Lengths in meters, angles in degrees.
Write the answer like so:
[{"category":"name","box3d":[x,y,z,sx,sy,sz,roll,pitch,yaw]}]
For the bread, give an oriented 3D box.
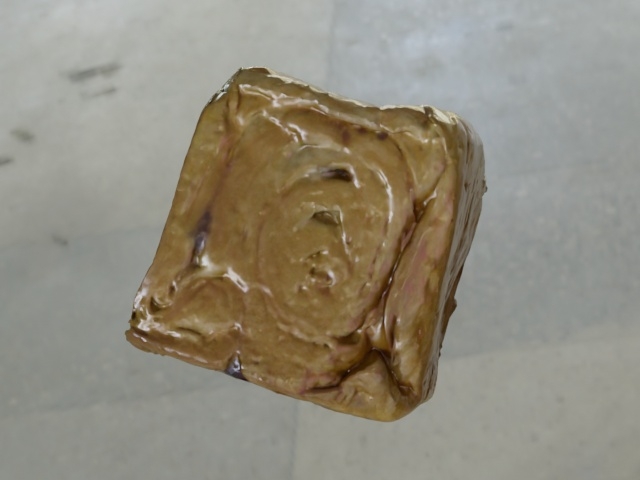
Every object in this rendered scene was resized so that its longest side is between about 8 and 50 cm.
[{"category":"bread","box3d":[0.000,0.000,0.815,0.149,0.158,0.143,13,5,7]}]
